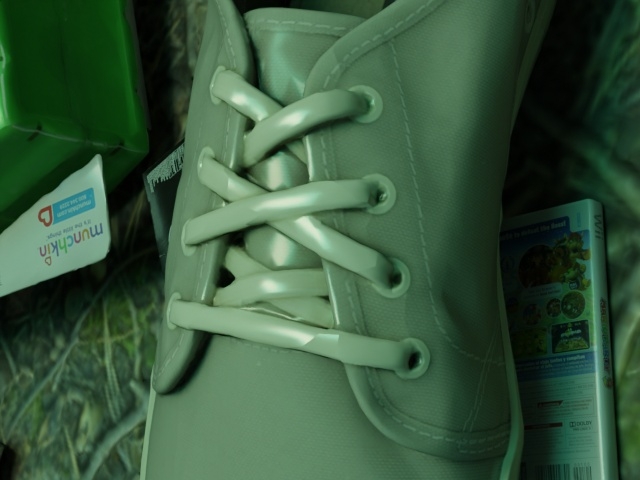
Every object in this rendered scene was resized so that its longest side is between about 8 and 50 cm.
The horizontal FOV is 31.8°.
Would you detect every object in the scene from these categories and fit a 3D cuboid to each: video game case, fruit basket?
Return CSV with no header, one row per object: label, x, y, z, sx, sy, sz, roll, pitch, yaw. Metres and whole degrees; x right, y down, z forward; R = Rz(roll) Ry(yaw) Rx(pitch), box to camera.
video game case,0.082,0.050,0.469,0.087,0.011,0.122,-15,68,44
fruit basket,-0.269,-0.096,0.754,0.353,0.165,0.327,-23,71,41

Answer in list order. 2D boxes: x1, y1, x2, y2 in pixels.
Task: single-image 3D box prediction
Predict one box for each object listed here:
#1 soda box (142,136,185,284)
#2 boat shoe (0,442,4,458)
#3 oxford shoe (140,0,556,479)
soda box,-0.039,0.027,0.567,0.053,0.060,0.169,-37,55,35
boat shoe,-0.353,0.164,0.823,0.335,0.112,0.095,5,77,44
oxford shoe,0.000,0.000,0.437,0.169,0.130,0.449,6,78,26
